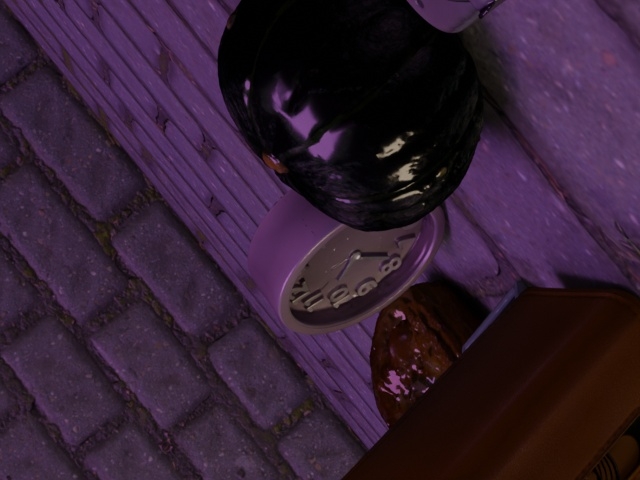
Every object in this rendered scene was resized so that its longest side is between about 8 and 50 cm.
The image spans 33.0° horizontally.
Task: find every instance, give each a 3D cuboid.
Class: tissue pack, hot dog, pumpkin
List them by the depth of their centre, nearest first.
[{"bbox_3d":[0.021,-0.109,0.816,0.220,0.162,0.220,48,174,6],"label":"pumpkin"},{"bbox_3d":[0.169,0.192,0.858,0.194,0.274,0.145,52,157,-12],"label":"tissue pack"},{"bbox_3d":[0.158,0.170,1.247,0.272,0.122,0.196,50,135,19],"label":"hot dog"}]

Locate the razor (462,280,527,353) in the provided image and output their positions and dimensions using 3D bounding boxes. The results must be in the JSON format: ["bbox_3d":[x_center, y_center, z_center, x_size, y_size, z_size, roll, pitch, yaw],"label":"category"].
[{"bbox_3d":[0.266,0.164,1.035,0.278,0.056,0.111,42,132,12],"label":"razor"}]

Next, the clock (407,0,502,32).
[{"bbox_3d":[0.040,-0.231,0.521,0.248,0.090,0.227,53,169,-4],"label":"clock"}]

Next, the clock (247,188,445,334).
[{"bbox_3d":[0.027,0.006,1.092,0.068,0.196,0.197,55,173,31],"label":"clock"}]

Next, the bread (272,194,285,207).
[{"bbox_3d":[0.000,0.000,1.421,0.140,0.106,0.236,50,169,14],"label":"bread"}]
